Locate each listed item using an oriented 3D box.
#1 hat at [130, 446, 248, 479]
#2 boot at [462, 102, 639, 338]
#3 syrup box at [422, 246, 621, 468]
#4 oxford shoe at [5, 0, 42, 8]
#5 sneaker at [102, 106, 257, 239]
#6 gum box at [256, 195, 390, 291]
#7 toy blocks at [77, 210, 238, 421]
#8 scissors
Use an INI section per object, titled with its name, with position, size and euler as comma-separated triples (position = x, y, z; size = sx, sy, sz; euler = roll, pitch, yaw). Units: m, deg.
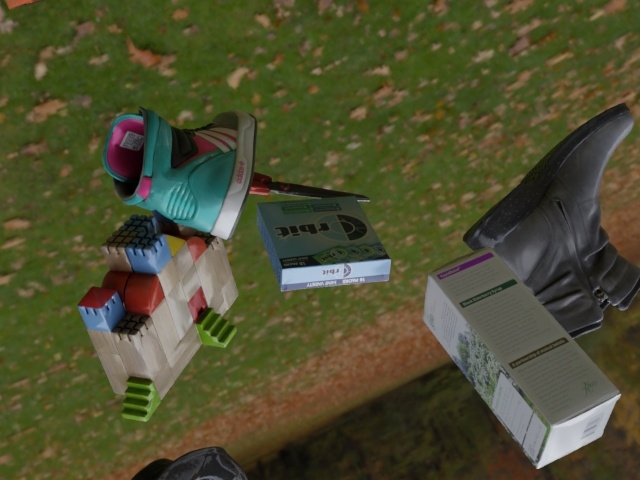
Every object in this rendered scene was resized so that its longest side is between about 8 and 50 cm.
[hat]
position = -0.286, 0.498, 1.665
size = 0.331, 0.134, 0.331
euler = -32, 134, -40
[boot]
position = 0.379, -0.023, 1.283
size = 0.338, 0.223, 0.118
euler = -42, 175, -16
[syrup box]
position = 0.218, 0.126, 1.029
size = 0.096, 0.237, 0.093
euler = -21, 142, -18
[oxford shoe]
position = -0.295, -0.355, 1.068
size = 0.271, 0.098, 0.097
euler = -10, -162, 32
[sneaker]
position = -0.184, -0.113, 1.164
size = 0.295, 0.178, 0.124
euler = -98, -150, -63
[gum box]
position = 0.000, 0.000, 1.322
size = 0.157, 0.184, 0.041
euler = -4, 123, -13
[toy blocks]
position = -0.276, 0.075, 1.543
size = 0.190, 0.261, 0.381
euler = 4, -143, 25
[scissors]
position = -0.076, -0.076, 1.398
size = 0.109, 0.297, 0.021
euler = -67, 174, -50
